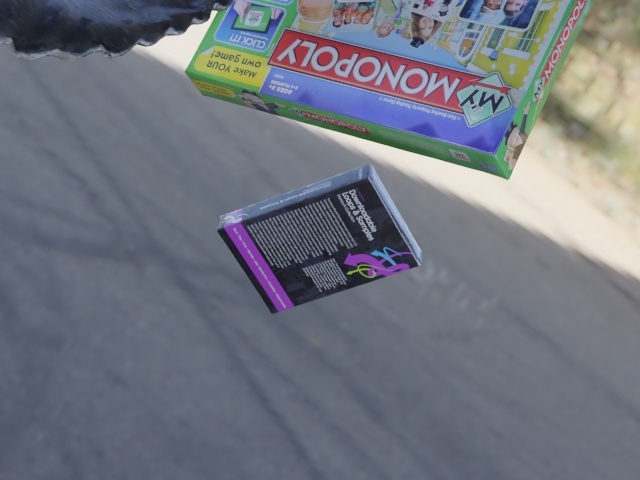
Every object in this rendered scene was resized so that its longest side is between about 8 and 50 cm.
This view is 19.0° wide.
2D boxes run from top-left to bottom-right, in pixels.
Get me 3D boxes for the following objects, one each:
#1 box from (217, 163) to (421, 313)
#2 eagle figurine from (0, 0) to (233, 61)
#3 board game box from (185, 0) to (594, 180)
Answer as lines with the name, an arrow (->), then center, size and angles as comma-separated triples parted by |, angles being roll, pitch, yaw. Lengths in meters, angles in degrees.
box -> 0.000, 0.000, 1.813 | 0.116, 0.162, 0.029 | 59, 24, -33
eagle figurine -> -0.111, -0.213, 0.982 | 0.225, 0.298, 0.226 | 22, -7, 5
board game box -> 0.063, -0.188, 1.644 | 0.317, 0.213, 0.046 | 17, -19, 30
